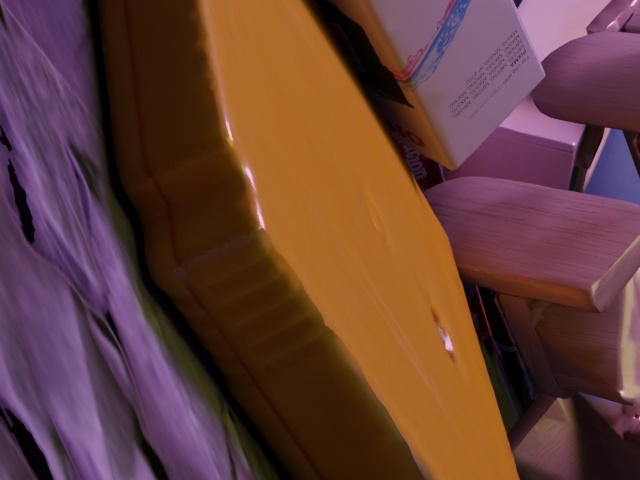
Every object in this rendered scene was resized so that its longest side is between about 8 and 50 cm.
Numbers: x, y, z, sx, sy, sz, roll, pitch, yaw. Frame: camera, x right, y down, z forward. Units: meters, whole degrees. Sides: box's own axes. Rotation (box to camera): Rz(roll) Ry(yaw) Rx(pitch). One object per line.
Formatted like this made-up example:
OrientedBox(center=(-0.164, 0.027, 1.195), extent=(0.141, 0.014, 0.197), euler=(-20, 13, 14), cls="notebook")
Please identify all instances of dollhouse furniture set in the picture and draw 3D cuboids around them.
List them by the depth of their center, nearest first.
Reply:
OrientedBox(center=(0.212, 0.026, 1.152), extent=(0.256, 0.394, 0.362), euler=(12, -41, 45), cls="dollhouse furniture set")

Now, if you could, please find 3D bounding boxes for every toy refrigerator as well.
OrientedBox(center=(0.164, -0.090, 1.375), extent=(0.269, 0.094, 0.102), euler=(-55, 157, -57), cls="toy refrigerator")

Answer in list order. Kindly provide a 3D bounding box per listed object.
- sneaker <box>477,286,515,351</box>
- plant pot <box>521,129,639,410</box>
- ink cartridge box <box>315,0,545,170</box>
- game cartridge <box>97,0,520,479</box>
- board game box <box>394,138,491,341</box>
OrientedBox(center=(0.126, 0.015, 1.425), extent=(0.076, 0.065, 0.166), euler=(41, 19, -32), cls="sneaker")
OrientedBox(center=(0.264, 0.046, 1.517), extent=(0.272, 0.271, 0.255), euler=(62, 27, -29), cls="plant pot")
OrientedBox(center=(0.016, -0.128, 0.886), extent=(0.127, 0.072, 0.175), euler=(32, -17, 40), cls="ink cartridge box")
OrientedBox(center=(0.000, 0.000, 0.749), extent=(0.324, 0.052, 0.285), euler=(56, 15, -41), cls="game cartridge")
OrientedBox(center=(0.049, -0.068, 1.127), extent=(0.281, 0.027, 0.145), euler=(67, 4, -54), cls="board game box")
